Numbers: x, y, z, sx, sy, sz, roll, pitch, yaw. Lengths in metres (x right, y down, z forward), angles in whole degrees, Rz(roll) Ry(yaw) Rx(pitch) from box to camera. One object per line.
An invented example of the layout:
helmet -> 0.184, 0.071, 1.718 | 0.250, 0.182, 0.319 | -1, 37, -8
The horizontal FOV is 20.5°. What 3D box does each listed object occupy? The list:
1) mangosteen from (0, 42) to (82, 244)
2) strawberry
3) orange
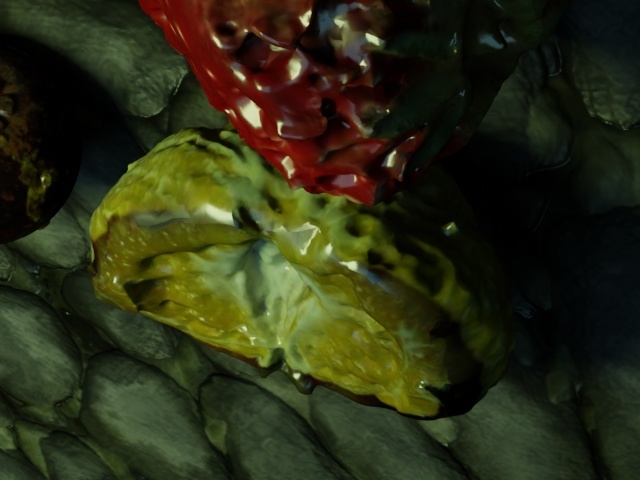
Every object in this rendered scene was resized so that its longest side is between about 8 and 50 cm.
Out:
mangosteen -> -0.314, -0.079, 1.627 | 0.192, 0.192, 0.217 | 28, 160, 2
strawberry -> -0.005, -0.214, 1.284 | 0.345, 0.295, 0.317 | 32, 103, 34
orange -> 0.000, 0.000, 1.491 | 0.369, 0.210, 0.271 | 20, 158, 12
